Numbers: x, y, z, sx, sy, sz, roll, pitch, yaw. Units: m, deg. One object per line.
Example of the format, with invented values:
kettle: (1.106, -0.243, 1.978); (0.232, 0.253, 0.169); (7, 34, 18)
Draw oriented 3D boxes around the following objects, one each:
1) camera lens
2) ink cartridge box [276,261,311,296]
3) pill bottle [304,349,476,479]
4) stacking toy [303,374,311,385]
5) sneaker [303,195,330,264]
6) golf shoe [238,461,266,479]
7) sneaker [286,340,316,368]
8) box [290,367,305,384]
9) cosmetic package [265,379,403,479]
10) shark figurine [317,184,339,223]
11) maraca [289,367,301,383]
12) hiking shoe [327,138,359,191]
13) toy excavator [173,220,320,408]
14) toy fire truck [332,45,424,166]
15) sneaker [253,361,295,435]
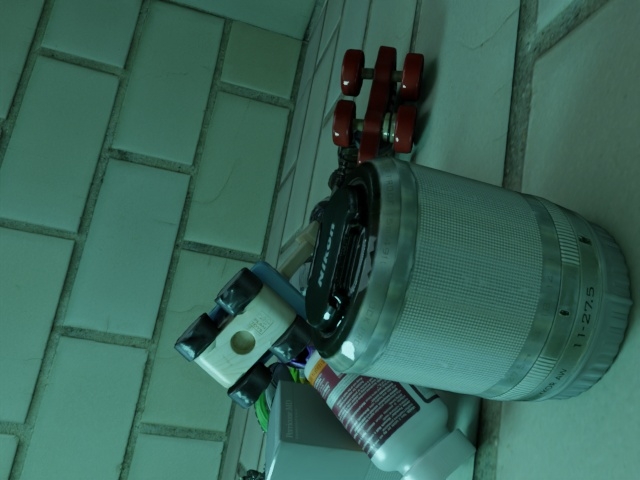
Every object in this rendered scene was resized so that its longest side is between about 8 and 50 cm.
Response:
camera lens: (0.134, 0.044, 0.589); (0.219, 0.274, 0.219); (-167, 90, -78)
ink cartridge box: (-0.054, 0.127, 1.651); (0.109, 0.150, 0.063); (-90, -17, -45)
pill bottle: (0.089, 0.220, 0.745); (0.221, 0.121, 0.121); (48, 137, 25)
stacking toy: (-0.017, 0.287, 1.553); (0.221, 0.052, 0.167); (-128, 52, -75)
sneaker: (0.000, 0.000, 1.724); (0.129, 0.111, 0.297); (-64, -3, -64)
golf shoe: (-0.112, 0.650, 1.516); (0.273, 0.120, 0.105); (-37, 29, 36)
sneaker: (-0.051, 0.277, 1.410); (0.236, 0.104, 0.095); (-12, 75, 52)
box: (-0.071, 0.408, 1.729); (0.136, 0.028, 0.081); (-157, 80, -76)
cosmetic package: (0.041, 0.296, 0.834); (0.127, 0.238, 0.107); (-102, 27, -61)
shark figurine: (0.055, -0.055, 1.423); (0.278, 0.116, 0.166); (-162, 75, -70)
maraca: (-0.076, 0.434, 1.533); (0.127, 0.099, 0.186); (-162, 78, -70)
hiking shoe: (0.087, -0.190, 1.561); (0.227, 0.086, 0.114); (108, 155, -47)
toy excavator: (-0.132, 0.140, 1.444); (0.433, 0.222, 0.445); (-47, 9, 4)
toy fire truck: (0.134, -0.271, 1.275); (0.254, 0.169, 0.302); (63, -144, -71)
sneaker: (-0.052, 0.433, 1.349); (0.146, 0.134, 0.344); (-48, 45, 24)
